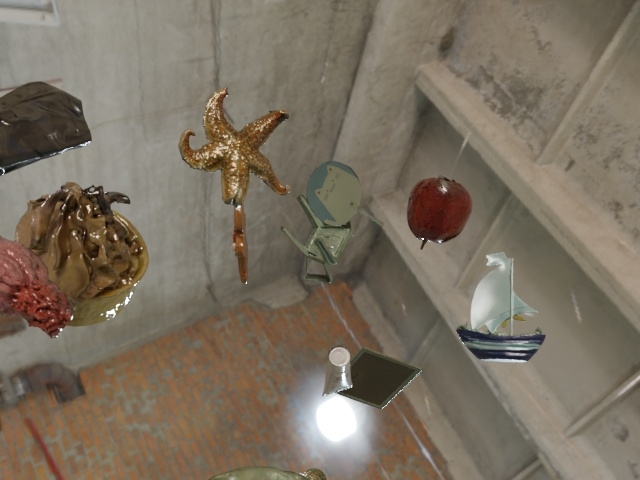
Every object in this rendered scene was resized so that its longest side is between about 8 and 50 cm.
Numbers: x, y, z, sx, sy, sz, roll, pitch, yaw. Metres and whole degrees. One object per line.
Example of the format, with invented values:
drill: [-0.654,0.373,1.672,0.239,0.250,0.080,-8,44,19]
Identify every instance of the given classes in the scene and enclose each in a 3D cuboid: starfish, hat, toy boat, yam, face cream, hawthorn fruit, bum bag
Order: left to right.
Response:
bum bag: [-0.461,-0.143,0.804,0.137,0.310,0.074,43,-41,5]
hat: [-0.473,0.048,0.840,0.286,0.107,0.237,37,-8,18]
starfish: [-0.189,-0.225,1.407,0.312,0.303,0.113,44,-29,-6]
yam: [-0.020,0.491,1.112,0.054,0.054,0.132,52,-33,29]
face cream: [0.049,0.359,1.523,0.244,0.092,0.058,90,-19,-54]
hawthorn fruit: [0.258,-0.058,1.264,0.148,0.148,0.172,19,-85,53]
toy boat: [0.466,0.165,1.483,0.220,0.067,0.291,-2,-107,20]

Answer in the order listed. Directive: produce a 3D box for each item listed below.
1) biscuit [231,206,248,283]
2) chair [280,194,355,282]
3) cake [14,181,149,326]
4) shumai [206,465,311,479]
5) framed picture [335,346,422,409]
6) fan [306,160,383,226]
biscuit: [-0.292,-0.011,2.064,0.324,0.049,0.205,95,-7,-47]
chair: [0.000,0.000,1.780,0.190,0.203,0.275,9,-35,31]
cake: [-0.574,0.002,1.395,0.332,0.332,0.321,56,-48,23]
shumai: [-0.117,0.568,0.830,0.324,0.397,0.323,53,-5,-31]
framed picture: [0.168,0.445,1.832,0.016,0.216,0.273,-82,-160,-47]
fan: [0.049,-0.068,1.007,0.005,0.175,0.113,1,-117,59]
